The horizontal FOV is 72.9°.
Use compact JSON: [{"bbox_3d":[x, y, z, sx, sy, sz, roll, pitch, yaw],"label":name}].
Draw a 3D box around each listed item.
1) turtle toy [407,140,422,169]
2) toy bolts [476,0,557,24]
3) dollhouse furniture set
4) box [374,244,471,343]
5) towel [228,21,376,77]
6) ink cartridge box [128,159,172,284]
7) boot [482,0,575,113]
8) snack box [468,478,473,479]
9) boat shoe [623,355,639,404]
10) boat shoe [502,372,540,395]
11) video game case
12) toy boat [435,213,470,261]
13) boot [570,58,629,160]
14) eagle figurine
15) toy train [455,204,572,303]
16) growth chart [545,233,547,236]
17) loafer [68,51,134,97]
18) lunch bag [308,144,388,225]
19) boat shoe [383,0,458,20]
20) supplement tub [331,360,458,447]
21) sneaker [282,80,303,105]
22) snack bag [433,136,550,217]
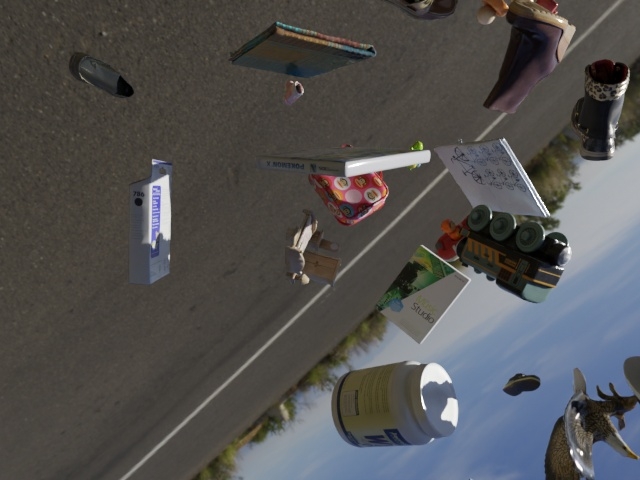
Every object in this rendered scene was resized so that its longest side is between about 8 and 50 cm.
[{"bbox_3d":[0.413,-0.374,1.915,0.066,0.095,0.130,5,103,-28],"label":"turtle toy"},{"bbox_3d":[0.656,-0.752,1.461,0.158,0.228,0.218,-52,158,24],"label":"toy bolts"},{"bbox_3d":[0.000,0.000,1.621,0.355,0.174,0.303,96,12,-52],"label":"dollhouse furniture set"},{"bbox_3d":[0.400,0.212,1.716,0.321,0.232,0.058,-55,158,8],"label":"box"},{"bbox_3d":[-0.062,-0.491,1.141,0.272,0.040,0.370,0,-169,-27],"label":"towel"},{"bbox_3d":[-0.468,-0.056,1.200,0.165,0.065,0.332,-92,-173,-84],"label":"ink cartridge box"},{"bbox_3d":[0.405,-0.360,0.886,0.249,0.090,0.206,-7,139,-42],"label":"boot"},{"bbox_3d":[0.273,0.509,0.674,0.187,0.322,0.060,-52,-149,-4],"label":"snack box"},{"bbox_3d":[0.755,0.365,0.970,0.080,0.076,0.228,-14,-152,11],"label":"boat shoe"},{"bbox_3d":[0.587,0.413,1.269,0.049,0.056,0.152,-58,177,-32],"label":"boat shoe"},{"bbox_3d":[0.058,-0.203,1.084,0.329,0.300,0.036,-17,112,-43],"label":"video game case"},{"bbox_3d":[0.563,-0.032,1.804,0.231,0.151,0.151,-40,-157,24],"label":"toy boat"},{"bbox_3d":[0.975,-0.491,1.524,0.284,0.138,0.377,70,34,-40],"label":"boot"},{"bbox_3d":[0.688,0.494,1.119,0.299,0.226,0.225,-26,-179,-13],"label":"eagle figurine"},{"bbox_3d":[0.497,0.027,1.163,0.142,0.334,0.190,16,101,-28],"label":"toy train"},{"bbox_3d":[0.820,0.036,1.742,0.237,0.172,0.021,-42,158,-12],"label":"growth chart"},{"bbox_3d":[-0.424,-0.323,0.854,0.148,0.050,0.056,1,104,-75],"label":"loafer"},{"bbox_3d":[0.119,-0.229,1.695,0.258,0.293,0.120,-32,164,-13],"label":"lunch bag"},{"bbox_3d":[0.307,-0.785,1.385,0.324,0.120,0.122,2,116,-24],"label":"boat shoe"},{"bbox_3d":[0.220,0.496,1.317,0.325,0.235,0.235,-24,178,38],"label":"supplement tub"},{"bbox_3d":[-0.087,-0.520,1.486,0.070,0.051,0.134,-33,-147,31],"label":"sneaker"},{"bbox_3d":[0.547,-0.205,1.441,0.037,0.323,0.343,-46,-158,-10],"label":"snack bag"}]
